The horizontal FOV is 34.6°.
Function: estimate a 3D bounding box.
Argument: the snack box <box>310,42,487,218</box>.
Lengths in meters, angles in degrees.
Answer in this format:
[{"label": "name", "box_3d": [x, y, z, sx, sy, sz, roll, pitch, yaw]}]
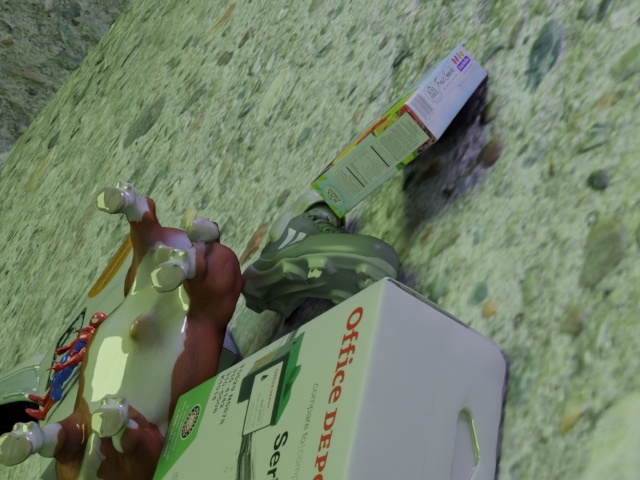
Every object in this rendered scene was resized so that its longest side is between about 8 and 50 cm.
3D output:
[{"label": "snack box", "box_3d": [0.060, -0.083, 0.756, 0.100, 0.037, 0.141, -38, 7, 35]}]

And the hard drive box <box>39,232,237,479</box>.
[{"label": "hard drive box", "box_3d": [-0.180, 0.114, 0.972, 0.181, 0.089, 0.232, -55, 23, 6]}]

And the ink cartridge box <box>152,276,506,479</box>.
[{"label": "ink cartridge box", "box_3d": [-0.009, 0.139, 0.587, 0.219, 0.093, 0.160, -35, 31, 43]}]

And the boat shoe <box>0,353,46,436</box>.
[{"label": "boat shoe", "box_3d": [-0.393, 0.215, 1.276, 0.227, 0.079, 0.081, -33, 27, 38]}]

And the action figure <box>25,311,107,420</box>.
[{"label": "action figure", "box_3d": [-0.226, 0.108, 0.918, 0.115, 0.030, 0.038, -50, 19, 13]}]

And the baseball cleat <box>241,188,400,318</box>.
[{"label": "baseball cleat", "box_3d": [0.000, 0.000, 0.782, 0.206, 0.072, 0.109, -15, 47, 57]}]

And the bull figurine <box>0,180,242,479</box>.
[{"label": "bull figurine", "box_3d": [-0.133, 0.114, 0.737, 0.188, 0.101, 0.310, 74, -155, -65]}]
